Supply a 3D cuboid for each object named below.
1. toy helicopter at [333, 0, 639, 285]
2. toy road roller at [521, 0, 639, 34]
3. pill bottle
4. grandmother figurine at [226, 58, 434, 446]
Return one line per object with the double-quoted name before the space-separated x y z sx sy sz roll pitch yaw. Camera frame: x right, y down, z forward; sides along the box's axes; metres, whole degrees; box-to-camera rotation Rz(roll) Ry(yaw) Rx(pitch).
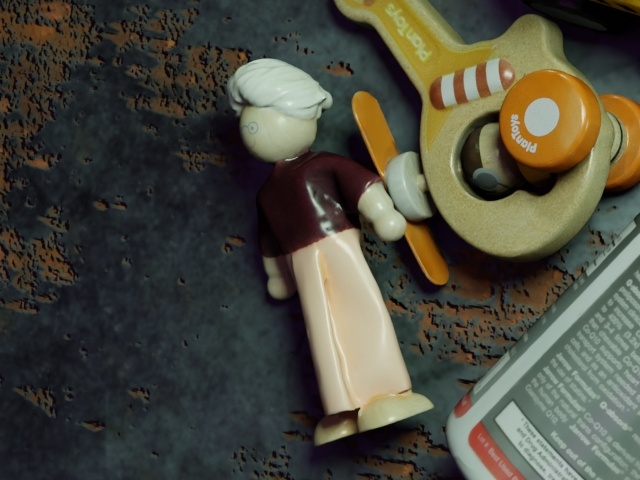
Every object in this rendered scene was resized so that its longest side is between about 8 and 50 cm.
"toy helicopter" 0.109 -0.124 1.526 0.235 0.140 0.355 -47 60 22
"toy road roller" 0.295 -0.252 1.376 0.329 0.240 0.203 21 94 23
"pill bottle" 0.289 0.092 1.367 0.363 0.210 0.210 -48 71 13
"grandmother figurine" 0.000 0.000 1.525 0.208 0.104 0.342 -24 82 42
